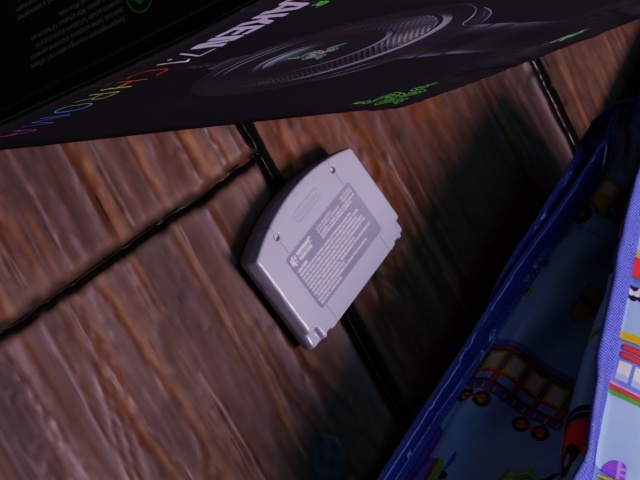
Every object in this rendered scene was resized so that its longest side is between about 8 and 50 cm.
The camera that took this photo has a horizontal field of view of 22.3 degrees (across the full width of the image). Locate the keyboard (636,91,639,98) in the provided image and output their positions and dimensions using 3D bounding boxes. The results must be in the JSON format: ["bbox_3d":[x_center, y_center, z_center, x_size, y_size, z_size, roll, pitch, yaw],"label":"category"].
[{"bbox_3d":[0.236,-0.019,0.920,0.201,0.033,0.317,49,51,-21],"label":"keyboard"}]

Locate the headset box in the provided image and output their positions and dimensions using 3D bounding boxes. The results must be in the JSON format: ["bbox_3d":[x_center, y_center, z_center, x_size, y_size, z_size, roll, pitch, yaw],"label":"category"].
[{"bbox_3d":[0.017,-0.131,0.590,0.283,0.246,0.131,-11,85,-46],"label":"headset box"}]

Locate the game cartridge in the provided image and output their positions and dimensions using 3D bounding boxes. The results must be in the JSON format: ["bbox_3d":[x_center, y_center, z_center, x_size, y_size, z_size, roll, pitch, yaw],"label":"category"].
[{"bbox_3d":[0.000,0.000,0.697,0.056,0.017,0.083,57,47,-20],"label":"game cartridge"}]

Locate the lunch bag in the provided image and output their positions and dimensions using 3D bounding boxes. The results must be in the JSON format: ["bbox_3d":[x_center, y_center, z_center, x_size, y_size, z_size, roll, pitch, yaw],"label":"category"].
[{"bbox_3d":[0.171,0.088,0.744,0.221,0.138,0.293,46,52,-22],"label":"lunch bag"}]
